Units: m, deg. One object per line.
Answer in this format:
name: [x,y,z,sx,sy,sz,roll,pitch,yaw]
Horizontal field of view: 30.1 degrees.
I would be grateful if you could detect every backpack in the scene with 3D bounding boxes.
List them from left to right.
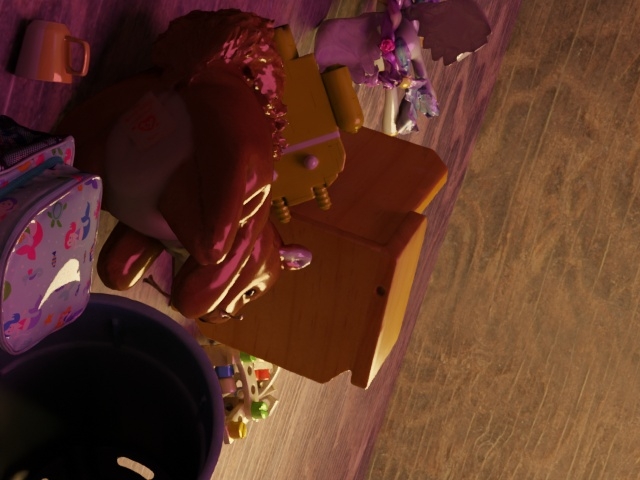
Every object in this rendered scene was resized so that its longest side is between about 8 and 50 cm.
backpack: [-0.348,0.008,1.200,0.253,0.191,0.225,-30,137,-56]

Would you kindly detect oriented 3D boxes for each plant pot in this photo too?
plant pot: [-0.290,0.295,1.465,0.341,0.341,0.334,-58,166,-33]

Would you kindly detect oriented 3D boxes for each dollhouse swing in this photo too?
dollhouse swing: [0.000,0.000,1.899,0.305,0.347,0.315,-36,142,-61]

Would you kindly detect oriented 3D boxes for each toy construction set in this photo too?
toy construction set: [-0.128,0.238,2.088,0.328,0.151,0.215,29,57,-79]

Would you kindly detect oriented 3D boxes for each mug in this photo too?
mug: [-0.292,-0.206,1.303,0.062,0.078,0.064,-143,-120,-75]

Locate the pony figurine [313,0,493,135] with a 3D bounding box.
pony figurine: [0.136,-0.362,2.118,0.363,0.303,0.351,78,4,-52]

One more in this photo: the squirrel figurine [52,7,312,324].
squirrel figurine: [-0.127,-0.083,1.530,0.370,0.281,0.397,53,49,-57]

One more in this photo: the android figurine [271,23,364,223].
android figurine: [-0.063,-0.163,1.714,0.056,0.248,0.272,-79,153,-84]
